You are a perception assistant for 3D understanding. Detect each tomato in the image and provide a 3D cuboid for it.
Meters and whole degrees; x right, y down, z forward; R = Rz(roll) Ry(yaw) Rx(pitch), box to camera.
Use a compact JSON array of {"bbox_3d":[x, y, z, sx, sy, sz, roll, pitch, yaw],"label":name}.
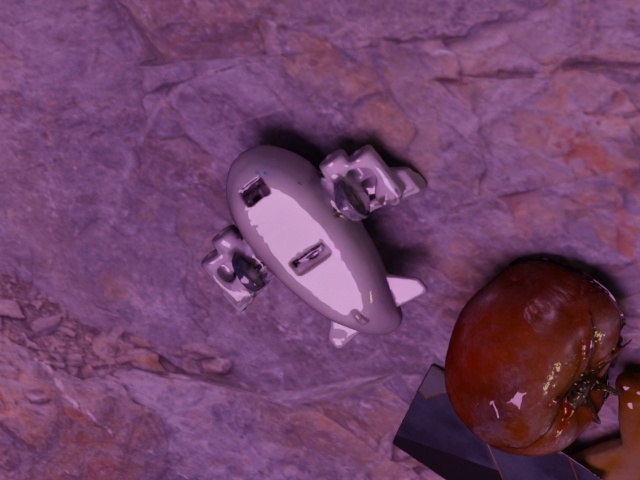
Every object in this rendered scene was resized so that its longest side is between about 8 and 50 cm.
[{"bbox_3d":[0.217,0.143,1.833,0.181,0.155,0.214,24,133,28],"label":"tomato"}]

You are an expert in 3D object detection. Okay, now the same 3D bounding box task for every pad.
[{"bbox_3d":[0.207,0.262,2.025,0.243,0.004,0.163,33,136,12],"label":"pad"}]

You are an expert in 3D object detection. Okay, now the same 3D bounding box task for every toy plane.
[{"bbox_3d":[-0.001,0.002,1.850,0.267,0.122,0.267,2,119,4],"label":"toy plane"}]

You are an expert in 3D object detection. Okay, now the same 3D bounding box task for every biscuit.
[{"bbox_3d":[0.374,0.242,1.936,0.164,0.047,0.208,26,134,1],"label":"biscuit"}]
